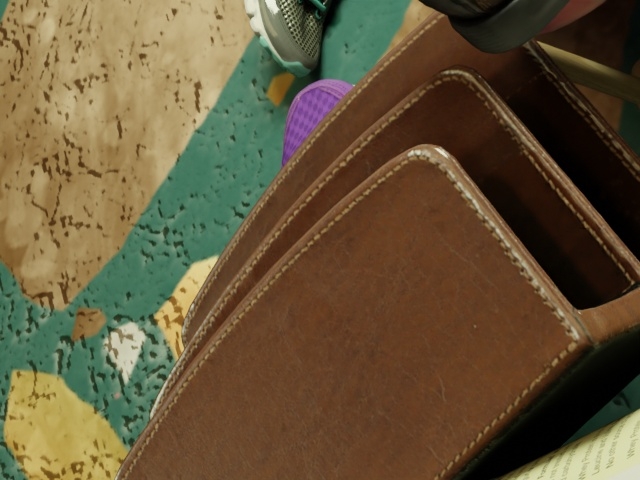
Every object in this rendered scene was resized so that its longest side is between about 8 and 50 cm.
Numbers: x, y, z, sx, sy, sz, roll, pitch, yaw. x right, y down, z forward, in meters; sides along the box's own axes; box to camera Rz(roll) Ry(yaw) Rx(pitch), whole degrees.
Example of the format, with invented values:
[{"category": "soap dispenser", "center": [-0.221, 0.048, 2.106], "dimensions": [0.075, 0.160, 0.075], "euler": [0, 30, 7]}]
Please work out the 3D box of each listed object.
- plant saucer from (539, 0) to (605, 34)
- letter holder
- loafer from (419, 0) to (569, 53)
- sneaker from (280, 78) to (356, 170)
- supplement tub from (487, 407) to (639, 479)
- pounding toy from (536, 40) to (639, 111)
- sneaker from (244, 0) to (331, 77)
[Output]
[{"category": "plant saucer", "center": [0.150, -0.277, 1.029], "dimensions": [0.332, 0.084, 0.332], "euler": [-53, 22, 33]}, {"category": "letter holder", "center": [0.013, 0.044, 0.929], "dimensions": [0.214, 0.152, 0.302], "euler": [52, 125, 16]}, {"category": "loafer", "center": [0.132, -0.228, 0.827], "dimensions": [0.302, 0.095, 0.109], "euler": [-55, 23, 5]}, {"category": "sneaker", "center": [0.000, 0.000, 1.122], "dimensions": [0.095, 0.104, 0.236], "euler": [-21, 58, 35]}, {"category": "supplement tub", "center": [0.186, 0.176, 0.789], "dimensions": [0.325, 0.235, 0.235], "euler": [-31, 54, 28]}, {"category": "pounding toy", "center": [0.198, -0.076, 0.903], "dimensions": [0.155, 0.269, 0.154], "euler": [-28, 69, -4]}, {"category": "sneaker", "center": [-0.007, -0.190, 1.241], "dimensions": [0.076, 0.065, 0.166], "euler": [-16, 63, 32]}]
